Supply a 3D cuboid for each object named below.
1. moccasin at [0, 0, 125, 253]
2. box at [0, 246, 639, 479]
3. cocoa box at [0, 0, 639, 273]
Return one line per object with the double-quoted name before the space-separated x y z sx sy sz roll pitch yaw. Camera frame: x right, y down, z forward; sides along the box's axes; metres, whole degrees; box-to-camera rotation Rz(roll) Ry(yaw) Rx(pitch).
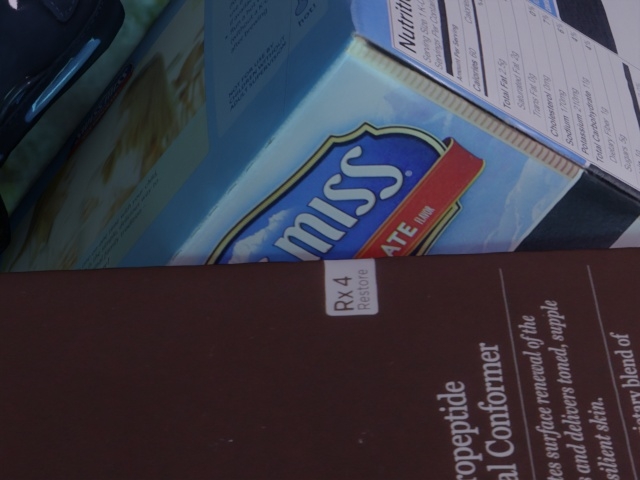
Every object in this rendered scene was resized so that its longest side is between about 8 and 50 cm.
"moccasin" -0.218 -0.013 0.999 0.117 0.137 0.342 21 127 -26
"box" -0.011 0.112 0.782 0.381 0.191 0.143 -4 128 0
"cocoa box" 0.000 0.000 0.962 0.228 0.231 0.347 27 123 -24
